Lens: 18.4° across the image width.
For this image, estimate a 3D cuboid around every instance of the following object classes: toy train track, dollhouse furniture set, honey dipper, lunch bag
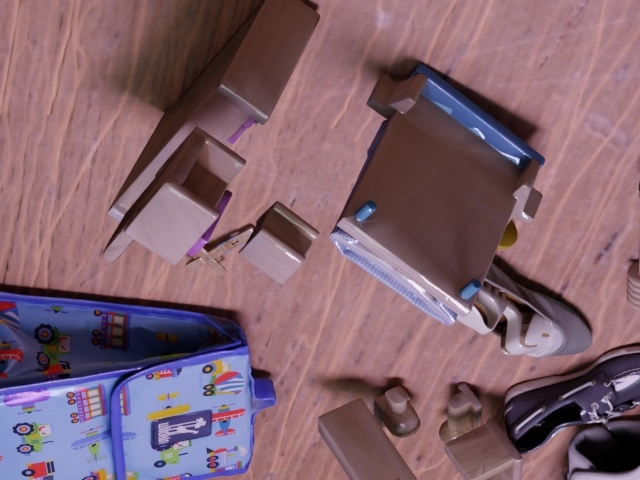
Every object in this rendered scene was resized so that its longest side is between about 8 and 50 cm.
[{"bbox_3d":[-0.092,0.005,1.858,0.083,0.014,0.048,-29,120,30],"label":"toy train track"},{"bbox_3d":[0.098,0.231,1.982,0.151,0.144,0.123,-24,143,-17],"label":"dollhouse furniture set"},{"bbox_3d":[0.288,-0.002,1.758,0.030,0.030,0.161,2,136,9],"label":"honey dipper"},{"bbox_3d":[-0.192,0.160,1.997,0.293,0.138,0.221,-3,139,-3],"label":"lunch bag"},{"bbox_3d":[0.000,0.000,1.618,0.303,0.286,0.198,35,136,-10],"label":"dollhouse furniture set"}]

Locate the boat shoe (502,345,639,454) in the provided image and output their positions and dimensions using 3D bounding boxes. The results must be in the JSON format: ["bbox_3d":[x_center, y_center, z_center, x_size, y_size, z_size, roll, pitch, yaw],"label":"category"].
[{"bbox_3d":[0.270,0.160,1.921,0.206,0.065,0.075,-20,132,31],"label":"boat shoe"}]

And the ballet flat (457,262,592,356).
[{"bbox_3d":[0.168,0.070,1.834,0.213,0.068,0.072,35,134,-27],"label":"ballet flat"}]

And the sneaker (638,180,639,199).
[{"bbox_3d":[0.359,-0.082,1.628,0.098,0.083,0.224,5,149,-30],"label":"sneaker"}]

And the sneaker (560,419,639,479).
[{"bbox_3d":[0.291,0.254,2.008,0.146,0.122,0.330,40,136,-6],"label":"sneaker"}]
